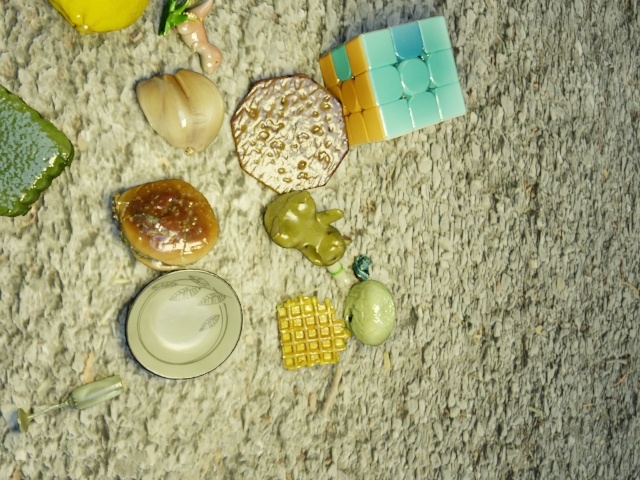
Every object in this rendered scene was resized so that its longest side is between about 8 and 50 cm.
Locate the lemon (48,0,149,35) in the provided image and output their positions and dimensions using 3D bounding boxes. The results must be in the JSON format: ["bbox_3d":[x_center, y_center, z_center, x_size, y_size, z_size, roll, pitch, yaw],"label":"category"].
[{"bbox_3d":[-0.538,-0.647,1.241,0.268,0.268,0.322,25,86,-22],"label":"lemon"}]

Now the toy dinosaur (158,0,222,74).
[{"bbox_3d":[-0.331,-0.564,1.397,0.176,0.152,0.194,10,96,-31],"label":"toy dinosaur"}]

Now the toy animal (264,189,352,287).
[{"bbox_3d":[0.003,-0.003,1.552,0.362,0.180,0.181,33,76,-23],"label":"toy animal"}]

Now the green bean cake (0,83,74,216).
[{"bbox_3d":[-0.752,-0.209,1.234,0.247,0.156,0.250,42,78,-18],"label":"green bean cake"}]

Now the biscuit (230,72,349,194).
[{"bbox_3d":[-0.085,-0.311,1.530,0.358,0.046,0.360,-1,100,-8],"label":"biscuit"}]

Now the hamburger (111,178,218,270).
[{"bbox_3d":[-0.408,-0.050,1.382,0.285,0.146,0.243,25,63,-5],"label":"hamburger"}]

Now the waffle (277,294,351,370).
[{"bbox_3d":[-0.016,0.274,1.592,0.218,0.057,0.230,-6,97,-2],"label":"waffle"}]

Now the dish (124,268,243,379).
[{"bbox_3d":[-0.380,0.223,1.450,0.316,0.106,0.317,-2,97,-21],"label":"dish"}]

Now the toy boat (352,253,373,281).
[{"bbox_3d":[0.136,0.079,1.641,0.060,0.137,0.061,42,107,-12],"label":"toy boat"}]

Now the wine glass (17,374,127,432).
[{"bbox_3d":[-0.646,0.423,1.373,0.262,0.074,0.074,-18,100,-22],"label":"wine glass"}]

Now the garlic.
[{"bbox_3d":[-0.363,-0.353,1.415,0.217,0.110,0.228,-28,104,-22],"label":"garlic"}]

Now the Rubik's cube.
[{"bbox_3d":[0.206,-0.460,1.544,0.290,0.291,0.292,-20,102,-20],"label":"Rubik's cube"}]

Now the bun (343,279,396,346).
[{"bbox_3d":[0.142,0.219,1.606,0.108,0.221,0.222,11,90,-23],"label":"bun"}]
